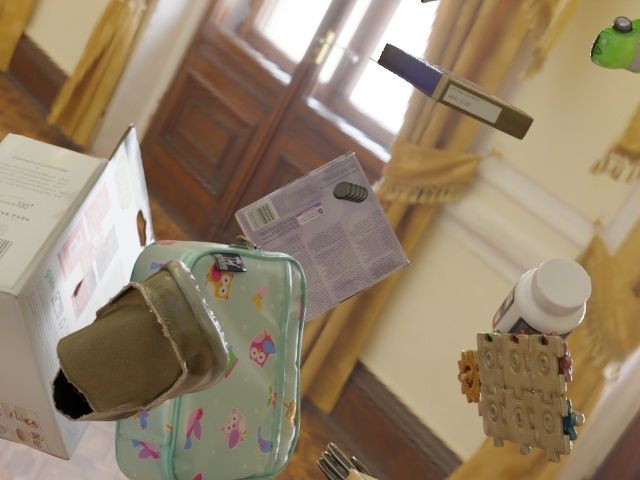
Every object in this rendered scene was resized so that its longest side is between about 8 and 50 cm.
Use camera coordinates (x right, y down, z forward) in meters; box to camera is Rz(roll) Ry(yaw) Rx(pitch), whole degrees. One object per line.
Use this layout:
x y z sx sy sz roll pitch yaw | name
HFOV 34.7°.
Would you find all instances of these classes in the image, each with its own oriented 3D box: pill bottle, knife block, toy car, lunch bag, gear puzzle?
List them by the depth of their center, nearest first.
-0.111 0.134 1.150 0.107 0.279 0.224 4 -3 41 | lunch bag
0.419 -0.239 1.192 0.224 0.239 0.053 -19 55 -18 | toy car
0.284 0.218 1.503 0.044 0.176 0.339 -3 -3 -18 | gear puzzle
0.330 0.102 1.518 0.107 0.180 0.108 5 60 -8 | pill bottle
0.087 0.443 1.724 0.088 0.275 0.242 29 50 -35 | knife block

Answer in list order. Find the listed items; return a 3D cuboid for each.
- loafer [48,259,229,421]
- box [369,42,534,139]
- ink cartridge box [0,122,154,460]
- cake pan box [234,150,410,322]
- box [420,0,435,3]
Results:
-0.144 0.094 0.768 0.087 0.251 0.094 -24 78 -32 | loafer
0.160 -0.198 1.307 0.136 0.037 0.225 19 14 -27 | box
-0.304 0.046 1.170 0.130 0.309 0.272 15 49 12 | ink cartridge box
0.000 0.000 1.932 0.246 0.266 0.070 61 -10 0 | cake pan box
0.187 -0.311 1.099 0.184 0.045 0.190 -13 -1 10 | box
